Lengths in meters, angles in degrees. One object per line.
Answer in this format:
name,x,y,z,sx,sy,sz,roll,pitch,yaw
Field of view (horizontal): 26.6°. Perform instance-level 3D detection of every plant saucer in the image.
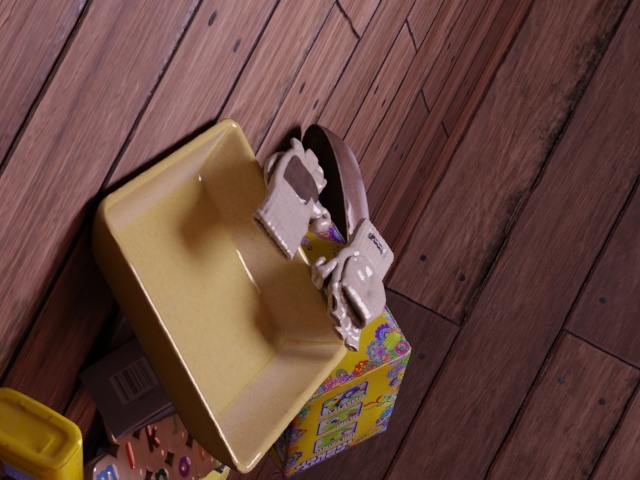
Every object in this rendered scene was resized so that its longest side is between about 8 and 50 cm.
plant saucer,-0.124,0.061,1.559,0.081,0.333,0.333,-22,-169,29
plant saucer,0.020,-0.022,2.039,0.310,0.050,0.311,177,-90,-76

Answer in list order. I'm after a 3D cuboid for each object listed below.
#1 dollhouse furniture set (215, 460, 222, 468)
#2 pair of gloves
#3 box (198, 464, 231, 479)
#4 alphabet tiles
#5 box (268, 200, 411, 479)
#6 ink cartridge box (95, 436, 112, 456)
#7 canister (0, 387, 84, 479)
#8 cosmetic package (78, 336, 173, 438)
dollhouse furniture set,-0.150,0.380,2.185,0.197,0.151,0.302,-13,110,-73
pair of gloves,0.000,0.000,1.682,0.042,0.240,0.204,-26,-152,28
box,-0.238,0.434,2.350,0.232,0.087,0.058,-41,154,-61
alphabet tiles,-0.230,0.313,1.871,0.284,0.021,0.278,-37,121,-58
box,-0.035,0.129,1.868,0.177,0.290,0.279,-24,155,-17
ink cartridge box,-0.295,0.394,2.024,0.176,0.069,0.371,-50,161,-53
canister,-0.306,0.238,1.416,0.073,0.126,0.170,-55,165,-36
cosmetic package,-0.196,0.168,1.722,0.127,0.107,0.238,-33,171,12
